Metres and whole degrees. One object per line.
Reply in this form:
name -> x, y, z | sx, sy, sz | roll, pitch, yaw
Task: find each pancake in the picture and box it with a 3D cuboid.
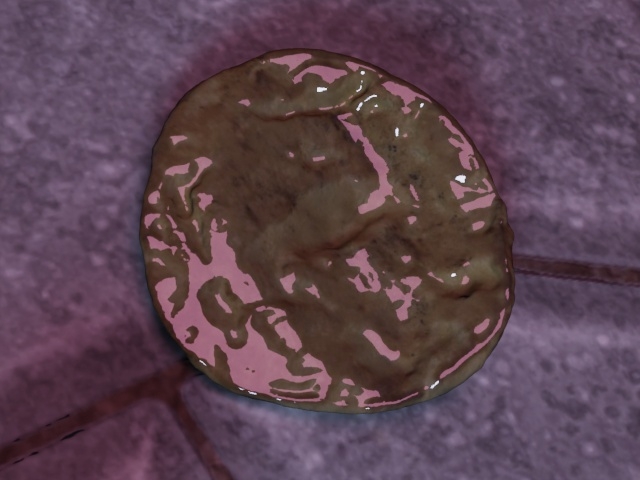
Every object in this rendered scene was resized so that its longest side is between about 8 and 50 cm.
pancake -> 0.000, 0.000, 1.171 | 0.242, 0.050, 0.242 | 5, 64, -10
